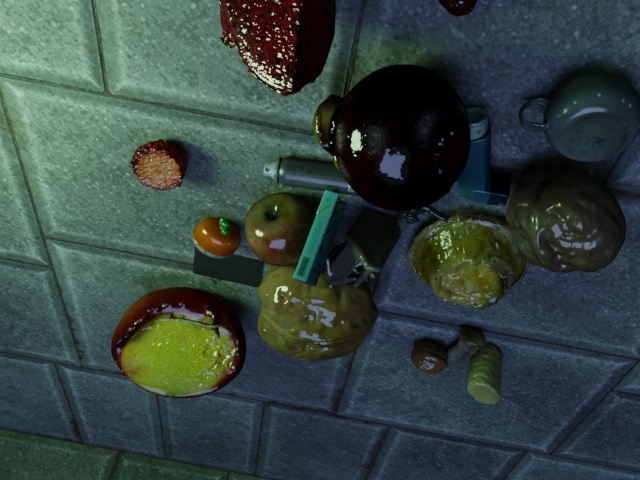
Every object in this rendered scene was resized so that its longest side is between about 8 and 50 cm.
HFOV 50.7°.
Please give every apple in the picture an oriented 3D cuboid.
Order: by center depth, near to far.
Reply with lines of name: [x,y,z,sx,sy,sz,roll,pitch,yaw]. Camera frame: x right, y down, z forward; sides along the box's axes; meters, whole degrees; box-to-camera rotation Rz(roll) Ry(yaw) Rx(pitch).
apple: [-0.101,-0.025,1.762,0.188,0.188,0.174,0,151,12]

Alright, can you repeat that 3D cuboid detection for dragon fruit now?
dragon fruit: [-0.080,-0.447,1.315,0.205,0.152,0.317,13,106,28]

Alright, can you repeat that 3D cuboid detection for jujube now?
jujube: [0.250,-0.475,1.260,0.077,0.077,0.129,-10,146,23]

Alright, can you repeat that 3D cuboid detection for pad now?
pad: [-0.283,0.082,2.062,0.211,0.003,0.143,13,139,-3]

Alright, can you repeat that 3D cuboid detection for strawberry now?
strawberry: [-0.406,-0.195,1.708,0.145,0.086,0.145,6,141,5]

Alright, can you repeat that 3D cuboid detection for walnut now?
walnut: [0.564,-0.045,1.564,0.273,0.227,0.273,8,138,8]
walnut: [-0.005,0.192,1.920,0.343,0.306,0.306,2,139,0]
walnut: [0.356,0.382,2.196,0.124,0.105,0.105,28,139,5]

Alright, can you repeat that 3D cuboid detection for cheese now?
cheese: [0.525,0.422,2.154,0.093,0.167,0.123,-17,130,34]

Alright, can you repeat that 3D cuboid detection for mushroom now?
mushroom: [0.450,0.347,2.166,0.084,0.071,0.209,21,142,-4]

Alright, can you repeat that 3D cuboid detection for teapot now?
teapot: [0.562,-0.258,1.401,0.294,0.129,0.193,4,139,11]

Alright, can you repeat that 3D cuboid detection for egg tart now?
egg tart: [0.396,0.073,1.813,0.345,0.132,0.345,8,139,7]

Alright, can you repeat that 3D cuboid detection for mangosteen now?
mangosteen: [0.146,-0.215,1.435,0.347,0.307,0.307,16,152,46]

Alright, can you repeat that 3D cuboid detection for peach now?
peach: [-0.436,0.311,2.127,0.405,0.310,0.335,0,102,-3]

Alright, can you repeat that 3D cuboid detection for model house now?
model house: [0.097,0.032,1.760,0.122,0.229,0.188,39,130,-7]

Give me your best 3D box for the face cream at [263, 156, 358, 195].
face cream: [0.002,-0.159,1.671,0.283,0.073,0.073,8,139,2]

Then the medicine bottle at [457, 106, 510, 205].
medicine bottle: [0.371,-0.187,1.555,0.124,0.079,0.258,0,138,18]

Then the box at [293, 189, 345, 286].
box: [0.000,-0.001,1.699,0.041,0.229,0.162,19,175,10]

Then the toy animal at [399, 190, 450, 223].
toy animal: [0.243,-0.119,1.659,0.148,0.085,0.233,1,142,13]

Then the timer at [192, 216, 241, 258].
timer: [-0.283,-0.017,1.883,0.136,0.099,0.136,-4,136,-4]
